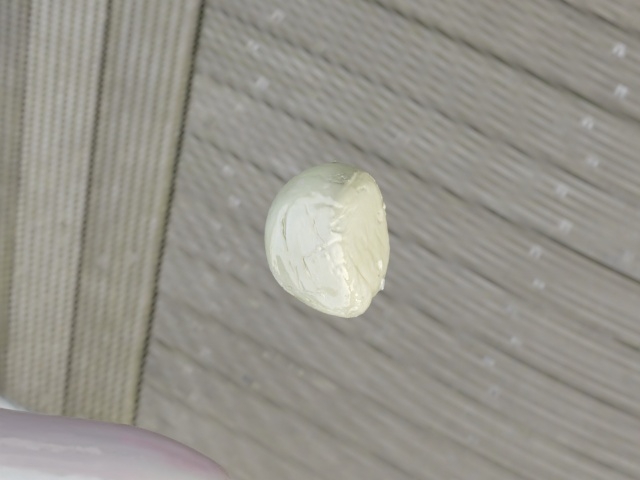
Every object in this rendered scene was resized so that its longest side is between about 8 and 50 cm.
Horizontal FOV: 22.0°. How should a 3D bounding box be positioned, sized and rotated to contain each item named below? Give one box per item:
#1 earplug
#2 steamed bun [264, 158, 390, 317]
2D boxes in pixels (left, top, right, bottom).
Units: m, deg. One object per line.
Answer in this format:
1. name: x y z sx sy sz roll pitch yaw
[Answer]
1. earplug: -0.223 0.225 1.470 0.301 0.172 0.172 5 135 -4
2. steamed bun: 0.000 0.000 1.395 0.091 0.112 0.130 1 123 25
